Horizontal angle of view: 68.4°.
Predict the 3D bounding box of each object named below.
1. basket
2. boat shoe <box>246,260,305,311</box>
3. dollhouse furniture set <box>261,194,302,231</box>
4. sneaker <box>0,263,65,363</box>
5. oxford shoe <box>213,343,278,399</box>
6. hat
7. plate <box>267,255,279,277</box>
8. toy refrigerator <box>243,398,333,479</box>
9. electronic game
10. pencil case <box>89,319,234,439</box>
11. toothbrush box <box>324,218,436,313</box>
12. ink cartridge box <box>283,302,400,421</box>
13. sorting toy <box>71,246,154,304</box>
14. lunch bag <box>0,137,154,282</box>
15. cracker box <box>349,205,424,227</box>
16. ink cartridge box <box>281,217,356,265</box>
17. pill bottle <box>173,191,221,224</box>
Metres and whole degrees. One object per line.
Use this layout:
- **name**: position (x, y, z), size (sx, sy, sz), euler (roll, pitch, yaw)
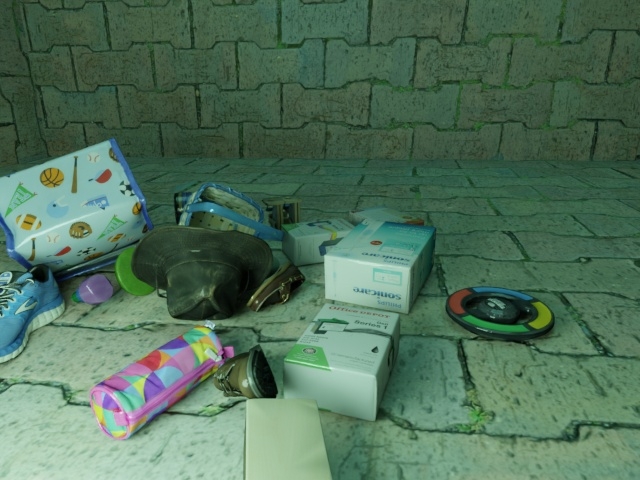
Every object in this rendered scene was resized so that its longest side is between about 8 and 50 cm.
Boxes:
- **basket**: position (-0.277, -0.055, 1.372), size (0.254, 0.201, 0.289), euler (26, -9, -38)
- **boat shoe**: position (-0.100, 0.118, 1.147), size (0.073, 0.073, 0.207), euler (42, 35, 4)
- **dollhouse furniture set**: position (-0.155, -0.102, 1.691), size (0.128, 0.129, 0.183), euler (-8, 21, -20)
- **sneaker**: position (-0.662, 0.144, 0.977), size (0.129, 0.147, 0.330), euler (-1, 20, -1)
- **oxford shoe**: position (-0.124, 0.228, 0.766), size (0.096, 0.083, 0.227), euler (-22, -6, -12)
- **hat**: position (-0.256, 0.102, 1.012), size (0.331, 0.331, 0.134), euler (-2, 58, -3)
- **plate**: position (-0.191, 0.079, 1.148), size (0.188, 0.188, 0.024), euler (-5, 60, -12)
- **toy refrigerator**: position (-0.041, 0.312, 0.560), size (0.102, 0.094, 0.269), euler (3, 19, -10)
- **electronic game**: position (0.397, 0.157, 1.052), size (0.229, 0.048, 0.229), euler (-1, 20, 0)
- **pencil case**: position (-0.261, 0.228, 0.795), size (0.104, 0.105, 0.236), euler (11, 24, 31)
- **toothbrush box**: position (0.164, 0.054, 1.229), size (0.216, 0.126, 0.295), euler (8, 24, 24)
- **ink cartridge box**: position (0.047, 0.206, 0.851), size (0.160, 0.093, 0.219), euler (6, 21, 17)
- **sorting toy**: position (-0.500, 0.087, 1.243), size (0.126, 0.127, 0.365), euler (-18, 8, 27)
- **lunch bag**: position (-0.627, -0.043, 1.255), size (0.327, 0.239, 0.385), euler (-24, -11, -22)
- **cracker box**: position (0.226, -0.059, 1.650), size (0.155, 0.067, 0.232), euler (-11, 22, -29)
- **ink cartridge box**: position (0.000, 0.000, 1.452), size (0.212, 0.093, 0.154), euler (-5, 19, -19)
- **pill bottle**: position (-0.437, -0.126, 1.783), size (0.219, 0.123, 0.123), euler (-5, 19, -13)
